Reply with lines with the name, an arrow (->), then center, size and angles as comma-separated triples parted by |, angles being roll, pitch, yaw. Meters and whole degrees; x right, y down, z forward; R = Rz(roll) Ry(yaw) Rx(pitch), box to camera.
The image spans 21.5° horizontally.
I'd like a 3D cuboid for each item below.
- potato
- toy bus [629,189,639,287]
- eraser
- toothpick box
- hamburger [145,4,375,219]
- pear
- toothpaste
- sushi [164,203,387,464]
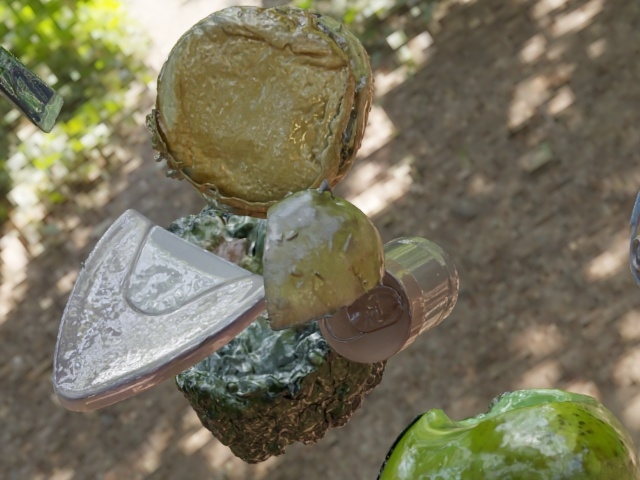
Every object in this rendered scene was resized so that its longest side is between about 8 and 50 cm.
potato -> 0.000, 0.000, 1.387 | 0.100, 0.089, 0.172 | -3, 19, 6
toy bus -> 0.456, -0.002, 1.640 | 0.232, 0.294, 0.197 | 80, -148, -81
eraser -> -0.192, 0.091, 1.778 | 0.204, 0.059, 0.243 | 27, 58, 23
toothpick box -> 0.067, 0.055, 1.634 | 0.098, 0.098, 0.149 | -26, -1, 24
hamburger -> -0.071, -0.140, 1.928 | 0.286, 0.243, 0.146 | -32, -12, 16
pear -> 0.191, 0.234, 1.640 | 0.292, 0.159, 0.292 | -14, 0, 0
toothpaste -> -0.309, -0.172, 1.508 | 0.035, 0.197, 0.057 | -35, 26, 31
sushi -> -0.068, 0.100, 2.240 | 0.294, 0.178, 0.352 | -31, 52, 0
